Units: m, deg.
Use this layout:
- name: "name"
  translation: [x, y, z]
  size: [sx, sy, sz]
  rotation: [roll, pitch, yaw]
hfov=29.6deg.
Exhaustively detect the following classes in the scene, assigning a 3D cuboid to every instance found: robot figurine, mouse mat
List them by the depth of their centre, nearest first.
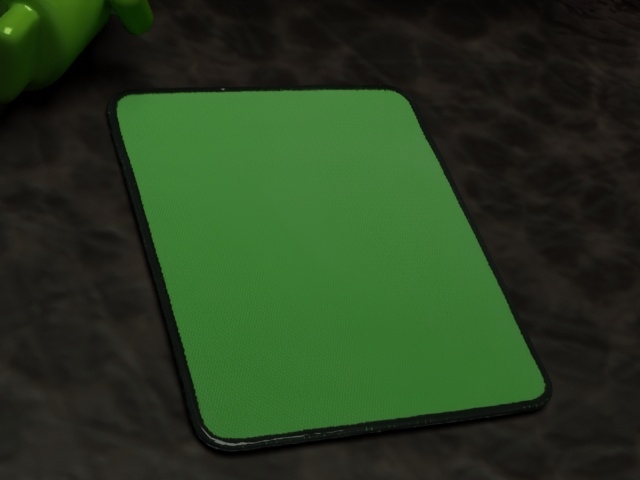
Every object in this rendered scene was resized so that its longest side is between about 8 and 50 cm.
- name: "mouse mat"
  translation: [0.000, 0.000, 0.509]
  size: [0.152, 0.007, 0.190]
  rotation: [-4, 50, -22]
- name: "robot figurine"
  translation: [-0.123, -0.110, 0.522]
  size: [0.101, 0.067, 0.115]
  rotation: [22, 46, 3]
